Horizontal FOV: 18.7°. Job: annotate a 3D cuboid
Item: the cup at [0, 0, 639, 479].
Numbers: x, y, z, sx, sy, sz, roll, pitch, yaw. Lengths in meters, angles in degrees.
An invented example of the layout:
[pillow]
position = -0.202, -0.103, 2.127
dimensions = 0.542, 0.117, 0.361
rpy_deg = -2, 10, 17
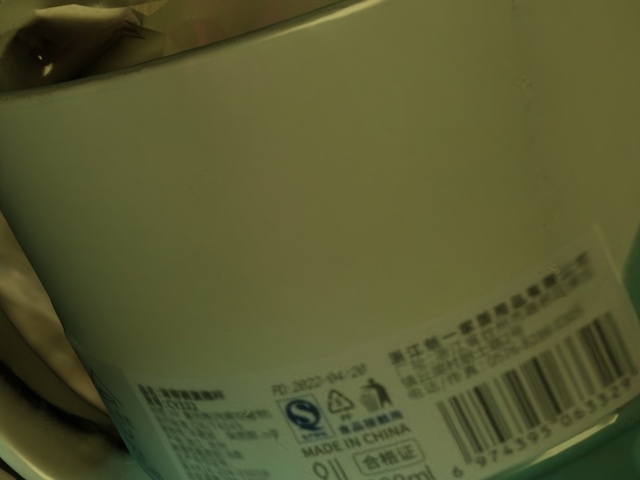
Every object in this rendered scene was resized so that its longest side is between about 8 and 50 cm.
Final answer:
[cup]
position = 0.000, 0.000, 0.600
dimensions = 0.289, 0.219, 0.258
rpy_deg = -13, 118, 23
